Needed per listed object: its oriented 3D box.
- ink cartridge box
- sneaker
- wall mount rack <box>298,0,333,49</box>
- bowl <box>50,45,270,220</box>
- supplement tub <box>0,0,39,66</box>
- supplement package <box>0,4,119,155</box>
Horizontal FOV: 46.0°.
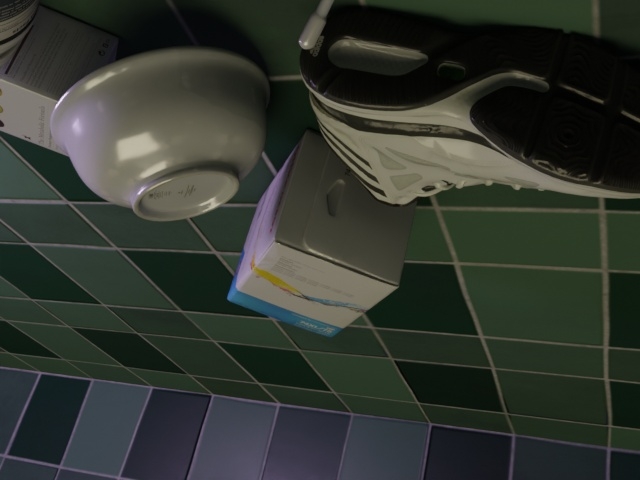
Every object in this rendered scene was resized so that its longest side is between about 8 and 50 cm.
[{"bbox_3d":[0.000,0.000,1.186,0.197,0.198,0.270,22,152,-12],"label":"ink cartridge box"},{"bbox_3d":[0.201,-0.128,0.935,0.447,0.169,0.257,18,162,11],"label":"sneaker"},{"bbox_3d":[-0.032,-0.339,0.648,0.350,0.131,0.304,24,151,-15],"label":"wall mount rack"},{"bbox_3d":[-0.191,-0.115,0.995,0.297,0.134,0.298,-17,162,-6],"label":"bowl"},{"bbox_3d":[-0.390,-0.314,0.802,0.191,0.191,0.272,25,151,-18],"label":"supplement tub"},{"bbox_3d":[-0.419,-0.236,1.022,0.244,0.134,0.139,20,152,-10],"label":"supplement package"}]
